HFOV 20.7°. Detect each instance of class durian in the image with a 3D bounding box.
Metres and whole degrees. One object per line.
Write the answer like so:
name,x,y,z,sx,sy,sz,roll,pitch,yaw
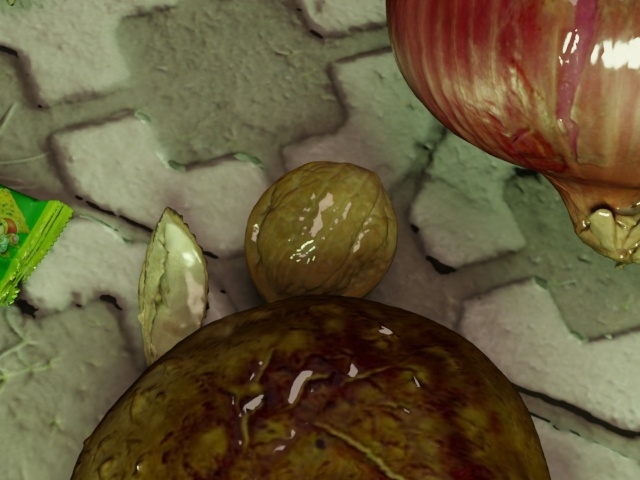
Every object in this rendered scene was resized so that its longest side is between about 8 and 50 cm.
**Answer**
durian,-0.103,0.039,1.228,0.052,0.066,0.130,5,66,-4

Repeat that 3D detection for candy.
candy,-0.279,-0.020,1.260,0.178,0.032,0.102,22,57,6

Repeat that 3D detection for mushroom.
mushroom,-0.008,0.192,1.060,0.345,0.239,0.345,-7,36,6

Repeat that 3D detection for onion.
onion,0.228,-0.184,1.272,0.353,0.354,0.354,4,57,-6

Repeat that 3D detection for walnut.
walnut,0.000,0.000,1.245,0.105,0.105,0.124,29,74,10

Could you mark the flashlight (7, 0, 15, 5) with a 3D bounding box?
flashlight,-0.269,-0.197,1.374,0.121,0.057,0.035,-13,98,-9
